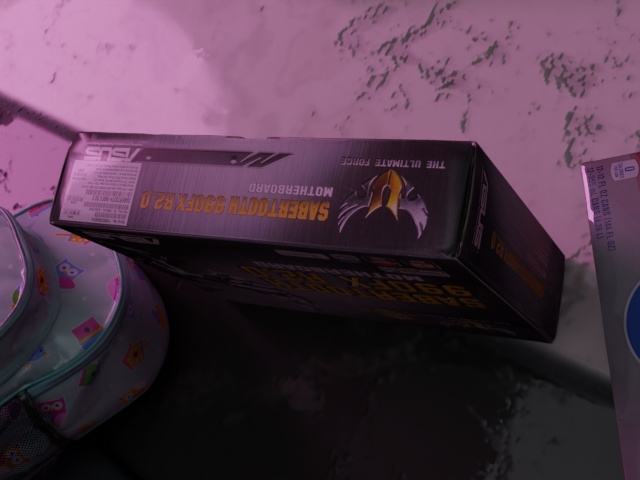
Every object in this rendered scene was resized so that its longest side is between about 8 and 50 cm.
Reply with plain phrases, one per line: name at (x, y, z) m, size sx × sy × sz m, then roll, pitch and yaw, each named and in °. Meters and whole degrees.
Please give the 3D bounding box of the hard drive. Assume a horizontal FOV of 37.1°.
hard drive at (-0.188, 0.171, 0.658) m, size 0.135 × 0.022 × 0.094 m, roll 32°, pitch 90°, yaw 31°

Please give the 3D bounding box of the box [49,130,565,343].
box at (0.000, 0.000, 0.526) m, size 0.231 × 0.183 × 0.056 m, roll 5°, pitch 76°, yaw 27°

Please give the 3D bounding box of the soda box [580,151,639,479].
soda box at (0.189, 0.087, 0.455) m, size 0.083 × 0.092 × 0.263 m, roll -11°, pitch 69°, yaw 22°

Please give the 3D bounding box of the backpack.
backpack at (-0.202, 0.058, 0.622) m, size 0.188 × 0.144 × 0.166 m, roll -29°, pitch 48°, yaw -10°
